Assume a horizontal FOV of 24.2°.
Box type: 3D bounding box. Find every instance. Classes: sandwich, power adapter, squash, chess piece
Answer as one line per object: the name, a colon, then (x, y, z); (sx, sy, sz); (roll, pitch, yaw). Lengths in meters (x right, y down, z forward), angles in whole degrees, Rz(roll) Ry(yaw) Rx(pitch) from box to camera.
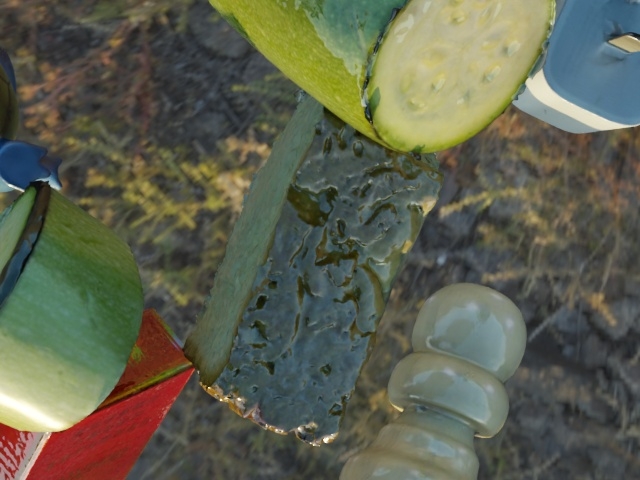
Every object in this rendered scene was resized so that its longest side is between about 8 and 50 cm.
sandwich: (0.000, 0.000, 1.306); (0.131, 0.262, 0.325); (22, 88, -10)
power adapter: (0.268, -0.199, 1.367); (0.124, 0.255, 0.187); (23, 91, -4)
squash: (0.032, -0.196, 1.145); (0.260, 0.189, 0.189); (47, 118, 39)
squash: (-0.264, 0.059, 1.350); (0.133, 0.220, 0.220); (29, 114, -28)
chess piece: (0.127, 0.186, 1.571); (0.167, 0.167, 0.299); (19, 74, 7)

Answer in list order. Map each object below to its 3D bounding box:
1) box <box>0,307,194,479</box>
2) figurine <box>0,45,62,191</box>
box: (-0.276, 0.220, 1.528); (0.089, 0.197, 0.313); (47, 130, 17)
figurine: (-0.413, -0.141, 1.670); (0.243, 0.416, 0.298); (-27, 108, 18)
